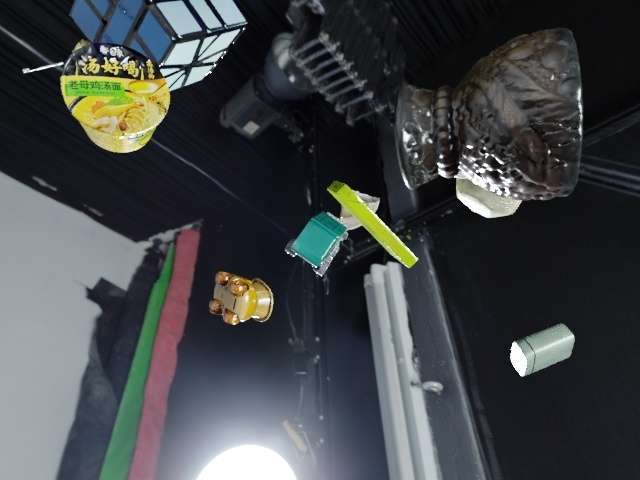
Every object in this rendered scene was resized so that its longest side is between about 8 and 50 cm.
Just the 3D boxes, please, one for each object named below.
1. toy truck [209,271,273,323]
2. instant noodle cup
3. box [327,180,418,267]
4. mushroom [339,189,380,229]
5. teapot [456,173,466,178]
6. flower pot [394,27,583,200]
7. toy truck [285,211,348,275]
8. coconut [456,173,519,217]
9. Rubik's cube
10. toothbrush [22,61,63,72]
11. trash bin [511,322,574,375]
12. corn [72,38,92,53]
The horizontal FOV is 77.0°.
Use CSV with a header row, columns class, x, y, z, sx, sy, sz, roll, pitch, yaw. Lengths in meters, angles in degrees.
class,x,y,z,sx,sy,sz,roll,pitch,yaw
toy truck,-0.383,0.275,1.915,0.288,0.211,0.204,20,-80,46
instant noodle cup,-0.329,-0.220,0.658,0.122,0.151,0.152,-22,-138,65
box,0.162,-0.058,1.295,0.047,0.335,0.187,-46,-166,3
mushroom,0.172,-0.118,1.803,0.236,0.162,0.173,-52,151,-72
teapot,0.266,-0.205,0.956,0.226,0.145,0.092,35,-76,24
flower pot,0.278,-0.195,0.700,0.267,0.266,0.267,-3,-122,25
toy truck,0.000,0.000,1.033,0.124,0.114,0.253,-57,175,20
coconut,0.555,-0.195,1.327,0.230,0.227,0.227,32,-94,28
Rubik's cube,-0.424,-0.594,1.078,0.288,0.283,0.293,-26,-163,41
toothbrush,-0.725,-0.455,1.053,0.097,0.008,0.006,-25,-157,-21
trash bin,0.557,0.276,1.016,0.129,0.116,0.059,-22,-136,-1
corn,-0.579,-0.455,1.183,0.106,0.293,0.106,-20,-128,28
